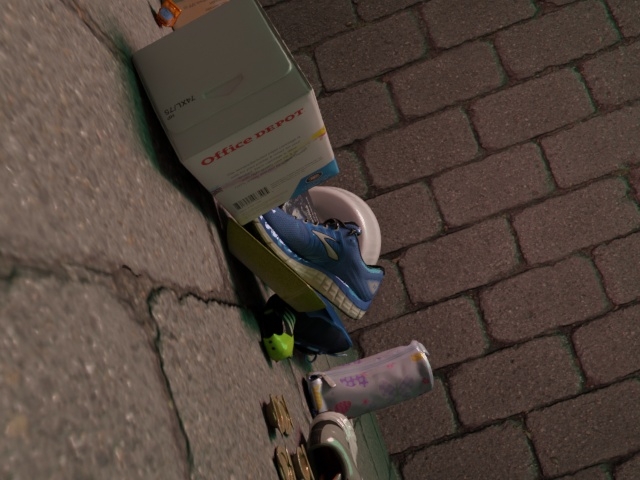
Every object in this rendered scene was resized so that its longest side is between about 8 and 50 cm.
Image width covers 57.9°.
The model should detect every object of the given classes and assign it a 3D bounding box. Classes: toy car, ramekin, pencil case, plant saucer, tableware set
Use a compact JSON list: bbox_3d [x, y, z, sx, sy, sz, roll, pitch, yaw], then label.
[{"bbox_3d":[-0.306,-0.438,1.048,0.122,0.060,0.040,49,59,-33],"label":"toy car"},{"bbox_3d":[0.000,0.000,1.390,0.135,0.277,0.277,10,60,-77],"label":"ramekin"},{"bbox_3d":[0.104,0.304,1.249,0.113,0.273,0.124,-121,-163,-72],"label":"pencil case"},{"bbox_3d":[-0.083,0.057,1.008,0.188,0.045,0.188,40,-7,17],"label":"plant saucer"},{"bbox_3d":[-0.049,0.298,0.866,0.168,0.020,0.141,62,9,-72],"label":"tableware set"}]

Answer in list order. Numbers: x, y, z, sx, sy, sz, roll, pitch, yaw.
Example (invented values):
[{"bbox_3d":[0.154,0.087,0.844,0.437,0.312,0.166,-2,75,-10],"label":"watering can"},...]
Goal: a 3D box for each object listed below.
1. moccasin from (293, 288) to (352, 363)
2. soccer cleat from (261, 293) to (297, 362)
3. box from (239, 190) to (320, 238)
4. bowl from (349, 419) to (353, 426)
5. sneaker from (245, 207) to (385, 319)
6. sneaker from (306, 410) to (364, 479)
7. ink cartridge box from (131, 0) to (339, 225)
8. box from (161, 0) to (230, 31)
[{"bbox_3d":[-0.021,0.187,1.271,0.137,0.117,0.342,58,2,28],"label":"moccasin"},{"bbox_3d":[-0.077,0.139,1.033,0.179,0.060,0.072,-99,168,-60],"label":"soccer cleat"},{"bbox_3d":[-0.076,-0.024,1.220,0.158,0.093,0.156,-60,137,-47],"label":"box"},{"bbox_3d":[0.042,0.422,1.384,0.142,0.053,0.142,-104,175,-56],"label":"bowl"},{"bbox_3d":[-0.011,0.002,1.088,0.330,0.147,0.130,40,-5,-21],"label":"sneaker"},{"bbox_3d":[0.040,0.438,0.993,0.271,0.100,0.108,67,17,-1],"label":"sneaker"},{"bbox_3d":[-0.115,-0.186,0.890,0.197,0.198,0.270,62,0,19],"label":"ink cartridge box"},{"bbox_3d":[-0.226,-0.443,1.310,0.311,0.148,0.121,64,7,-51],"label":"box"}]
